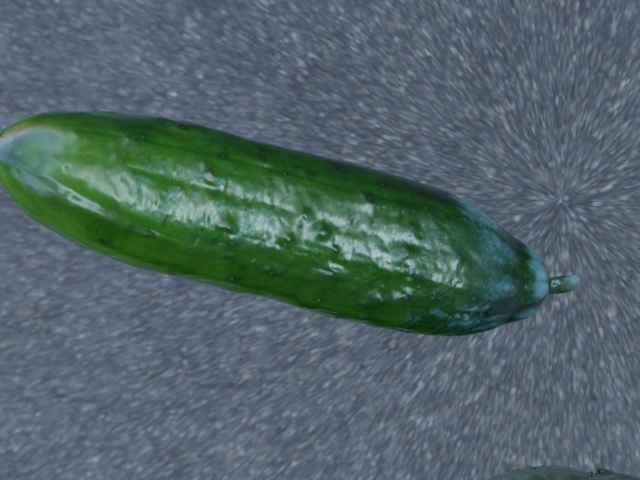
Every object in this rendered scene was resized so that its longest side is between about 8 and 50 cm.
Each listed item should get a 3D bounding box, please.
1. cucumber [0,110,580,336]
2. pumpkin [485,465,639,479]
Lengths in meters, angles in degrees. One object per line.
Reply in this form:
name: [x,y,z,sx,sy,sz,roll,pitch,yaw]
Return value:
cucumber: [0.000,0.000,0.438,0.056,0.250,0.056,-22,61,47]
pumpkin: [0.120,0.294,0.796,0.327,0.291,0.257,-34,80,-31]
